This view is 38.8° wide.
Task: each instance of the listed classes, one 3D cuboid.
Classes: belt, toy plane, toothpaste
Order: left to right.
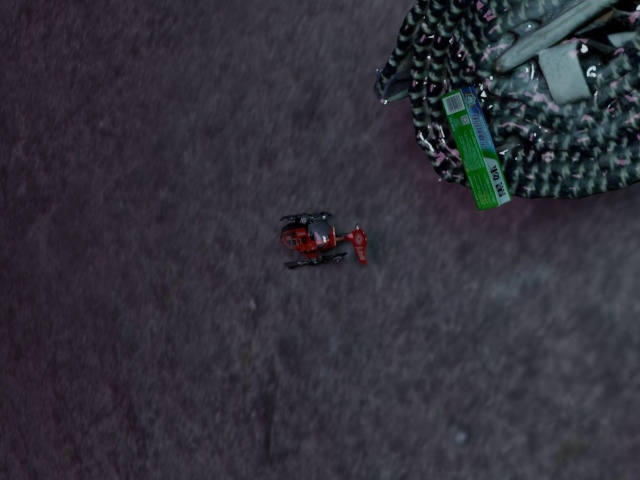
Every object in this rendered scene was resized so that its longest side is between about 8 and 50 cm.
[{"bbox_3d":[0.000,0.000,0.947,0.145,0.037,0.060,-4,91,52],"label":"toy plane"},{"bbox_3d":[0.105,-0.063,0.617,0.020,0.017,0.083,-14,97,48],"label":"toothpaste"},{"bbox_3d":[0.196,-0.137,0.620,0.295,0.160,0.207,-35,80,51],"label":"belt"}]
